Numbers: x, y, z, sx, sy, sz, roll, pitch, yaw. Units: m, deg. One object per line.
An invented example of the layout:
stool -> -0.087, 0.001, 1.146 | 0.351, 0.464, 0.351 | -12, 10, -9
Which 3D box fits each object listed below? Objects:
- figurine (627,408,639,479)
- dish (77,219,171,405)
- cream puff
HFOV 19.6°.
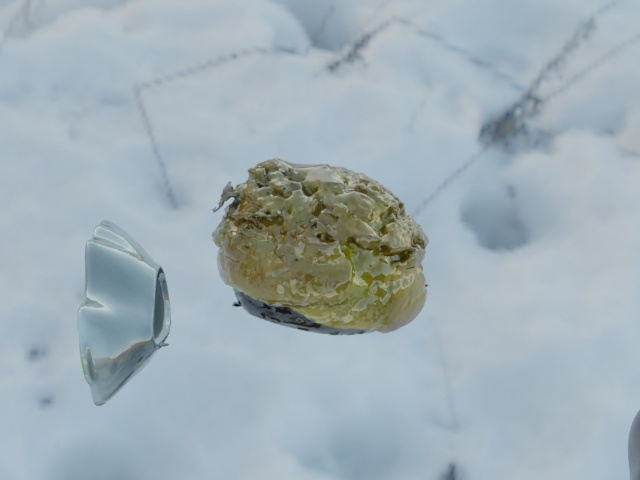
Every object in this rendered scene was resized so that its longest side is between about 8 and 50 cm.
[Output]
figurine -> 0.383, 0.212, 1.326 | 0.365, 0.218, 0.206 | 20, 72, -8
dish -> -0.106, 0.043, 1.042 | 0.039, 0.091, 0.137 | -7, 20, 4
cream puff -> 0.000, 0.000, 1.529 | 0.189, 0.129, 0.189 | 10, 11, -2
